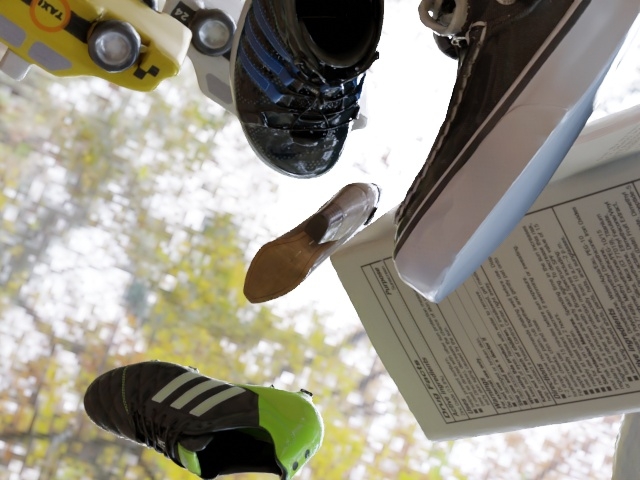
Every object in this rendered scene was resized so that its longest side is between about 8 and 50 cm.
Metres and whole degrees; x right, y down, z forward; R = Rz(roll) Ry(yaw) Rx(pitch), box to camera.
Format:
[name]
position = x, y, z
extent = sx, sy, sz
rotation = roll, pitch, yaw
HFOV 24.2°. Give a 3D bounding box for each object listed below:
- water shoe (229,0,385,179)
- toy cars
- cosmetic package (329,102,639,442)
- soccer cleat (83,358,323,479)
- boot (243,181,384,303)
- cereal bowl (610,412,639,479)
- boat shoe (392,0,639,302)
[water shoe]
position = -0.006, -0.102, 0.779
extent = 0.080, 0.073, 0.203
rotation = -107, -165, -48
[toy cars]
position = -0.122, -0.143, 1.100
extent = 0.087, 0.393, 0.176
rotation = -50, -124, 22
[cosmetic package]
position = 0.163, 0.015, 0.902
extent = 0.129, 0.153, 0.296
rotation = -36, -169, -38
[soccer cleat]
position = -0.086, 0.120, 0.977
extent = 0.178, 0.060, 0.072
rotation = 4, -149, 24
[boot]
position = 0.000, 0.000, 1.140
extent = 0.118, 0.087, 0.042
rotation = -42, -98, 33
[cereal bowl]
position = 0.362, 0.220, 1.169
extent = 0.141, 0.339, 0.339
rotation = 137, -36, -55
[boat shoe]
position = 0.104, -0.115, 0.757
extent = 0.306, 0.105, 0.113
rotation = -58, 170, -9
